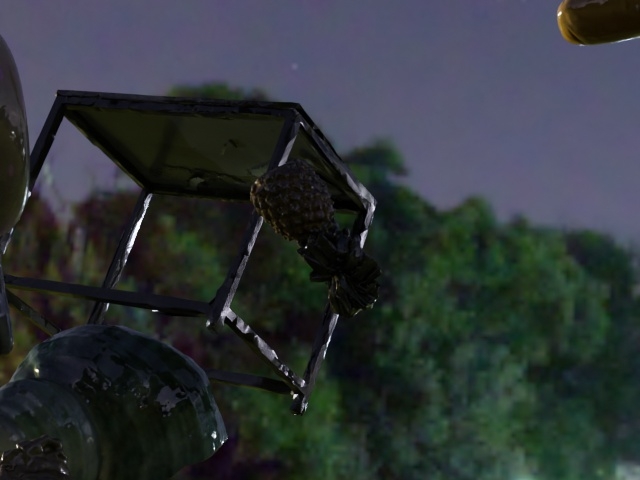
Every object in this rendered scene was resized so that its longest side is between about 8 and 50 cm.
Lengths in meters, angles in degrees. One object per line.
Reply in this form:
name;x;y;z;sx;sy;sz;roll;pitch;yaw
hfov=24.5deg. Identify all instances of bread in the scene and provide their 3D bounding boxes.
bread;0.491;-0.344;2.095;0.305;0.091;0.142;-11;15;24

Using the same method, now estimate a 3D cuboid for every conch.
conch;-0.251;0.192;1.558;0.277;0.220;0.195;-5;-52;-40

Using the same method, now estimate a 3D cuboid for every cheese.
cheese;-0.299;-0.042;1.269;0.082;0.286;0.163;-7;0;-27

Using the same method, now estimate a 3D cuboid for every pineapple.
pineapple;0.000;0.000;1.398;0.074;0.159;0.074;-35;-6;-4

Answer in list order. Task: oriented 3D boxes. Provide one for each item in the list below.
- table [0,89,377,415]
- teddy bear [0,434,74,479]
table;-0.162;0.009;1.661;0.335;0.272;0.222;6;-26;31
teddy bear;-0.311;0.297;1.333;0.256;0.267;0.156;-21;-6;-8
